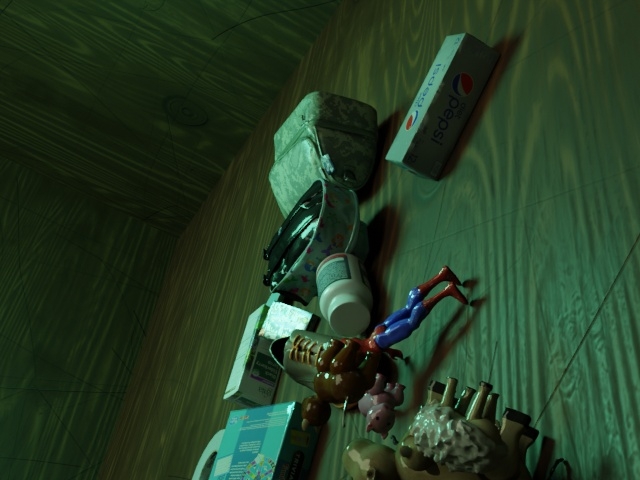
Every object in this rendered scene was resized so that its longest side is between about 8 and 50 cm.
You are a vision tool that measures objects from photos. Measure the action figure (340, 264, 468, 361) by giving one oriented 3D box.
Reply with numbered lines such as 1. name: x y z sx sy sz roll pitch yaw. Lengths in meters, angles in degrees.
1. action figure: 0.135 0.178 1.388 0.280 0.139 0.091 -35 22 15

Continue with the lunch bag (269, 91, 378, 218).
1. lunch bag: 0.007 -0.193 2.113 0.305 0.212 0.256 142 133 -57

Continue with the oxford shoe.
1. oxford shoe: -0.002 0.237 1.598 0.363 0.132 0.130 -19 47 67

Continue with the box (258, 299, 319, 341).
1. box: -0.076 0.201 1.955 0.137 0.027 0.094 13 77 44

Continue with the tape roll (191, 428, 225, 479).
1. tape roll: -0.232 0.553 1.933 0.219 0.072 0.219 -55 19 30

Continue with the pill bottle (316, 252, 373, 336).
1. pill bottle: 0.049 0.111 1.678 0.108 0.108 0.180 -57 17 21

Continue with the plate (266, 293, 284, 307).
1. plate: -0.131 0.187 2.220 0.188 0.024 0.188 -59 8 14

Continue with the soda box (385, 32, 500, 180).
1. soda box: 0.244 -0.268 1.681 0.286 0.091 0.098 -64 18 1

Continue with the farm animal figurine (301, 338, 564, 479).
1. farm animal figurine: 0.127 0.270 1.036 0.326 0.330 0.172 10 69 43

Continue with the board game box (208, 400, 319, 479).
1. board game box: -0.136 0.498 1.649 0.253 0.079 0.336 -22 44 51

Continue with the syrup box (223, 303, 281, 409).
1. syrup box: -0.147 0.287 2.031 0.096 0.093 0.237 -40 29 53

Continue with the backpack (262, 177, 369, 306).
1. backpack: 0.000 0.000 1.843 0.225 0.191 0.253 -92 25 -54
